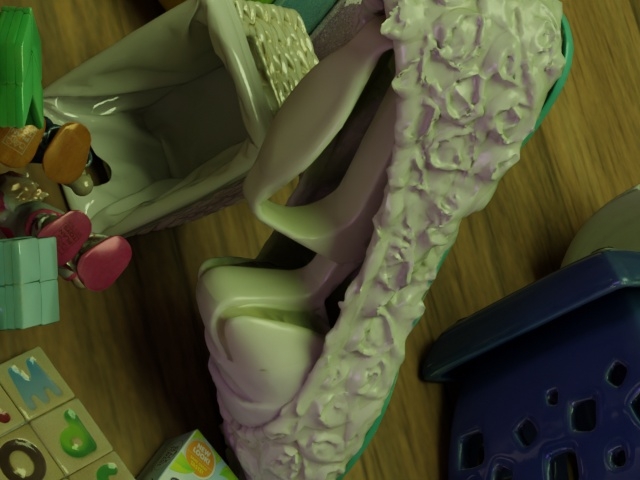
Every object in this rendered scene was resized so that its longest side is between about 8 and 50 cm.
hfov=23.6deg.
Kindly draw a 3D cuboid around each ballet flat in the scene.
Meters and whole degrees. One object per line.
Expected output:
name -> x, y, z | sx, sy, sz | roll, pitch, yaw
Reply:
ballet flat -> 0.000, 0.000, 0.912 | 0.147, 0.409, 0.147 | 20, 30, -12

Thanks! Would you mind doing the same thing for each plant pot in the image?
plant pot -> 0.233, 0.135, 1.179 | 0.236, 0.236, 0.212 | 5, 62, -46

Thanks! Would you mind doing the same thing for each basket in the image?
basket -> -0.082, -0.077, 0.991 | 0.103, 0.167, 0.113 | -11, 79, -56

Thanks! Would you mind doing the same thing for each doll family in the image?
doll family -> -0.207, -0.077, 0.866 | 0.263, 0.163, 0.118 | 35, 80, -31

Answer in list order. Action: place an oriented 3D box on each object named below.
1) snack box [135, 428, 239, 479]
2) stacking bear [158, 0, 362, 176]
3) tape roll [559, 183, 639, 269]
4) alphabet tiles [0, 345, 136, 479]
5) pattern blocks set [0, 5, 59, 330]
snack box -> -0.090, 0.199, 0.936 | 0.100, 0.037, 0.141 | 54, 41, -14
stacking bear -> -0.061, -0.211, 1.090 | 0.289, 0.175, 0.164 | 40, 15, -13
tape roll -> 0.349, 0.052, 1.329 | 0.169, 0.246, 0.246 | -24, 89, -50
alphabet tiles -> -0.184, 0.177, 0.827 | 0.198, 0.009, 0.237 | 53, 41, 9
pattern blocks set -> -0.181, -0.030, 0.633 | 0.325, 0.026, 0.285 | -44, 132, -72
